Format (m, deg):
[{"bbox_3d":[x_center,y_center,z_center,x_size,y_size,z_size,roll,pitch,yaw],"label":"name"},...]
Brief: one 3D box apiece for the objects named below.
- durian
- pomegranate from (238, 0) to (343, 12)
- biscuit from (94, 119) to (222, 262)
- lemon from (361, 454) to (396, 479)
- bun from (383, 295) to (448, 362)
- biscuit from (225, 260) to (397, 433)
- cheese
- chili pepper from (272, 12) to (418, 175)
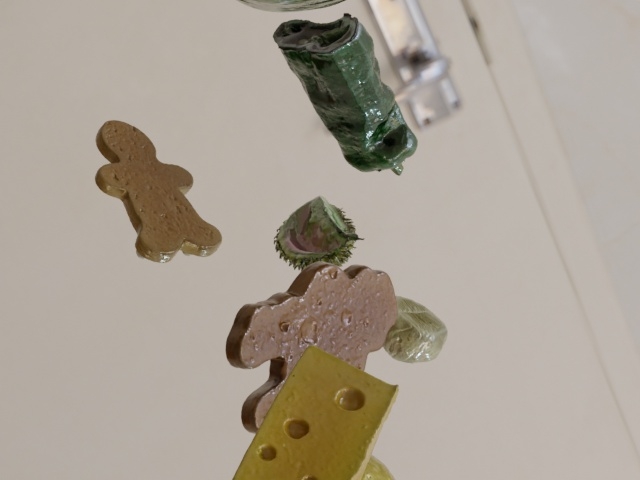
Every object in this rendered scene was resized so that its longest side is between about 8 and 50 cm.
[{"bbox_3d":[0.002,0.009,2.077,0.137,0.095,0.221,-36,-159,0],"label":"durian"},{"bbox_3d":[-0.050,-0.225,0.791,0.225,0.187,0.187,-20,-156,3],"label":"pomegranate"},{"bbox_3d":[-0.231,-0.065,1.666,0.158,0.240,0.035,1,139,-47],"label":"biscuit"},{"bbox_3d":[-0.002,0.302,1.308,0.180,0.181,0.193,-16,-146,23],"label":"lemon"},{"bbox_3d":[0.122,0.130,1.736,0.069,0.115,0.115,-58,-164,20],"label":"bun"},{"bbox_3d":[-0.006,0.125,1.579,0.044,0.186,0.295,6,-159,42],"label":"biscuit"},{"bbox_3d":[-0.015,0.192,1.045,0.093,0.126,0.171,24,-148,7],"label":"cheese"},{"bbox_3d":[0.050,-0.183,1.677,0.136,0.270,0.099,-8,-131,29],"label":"chili pepper"}]
